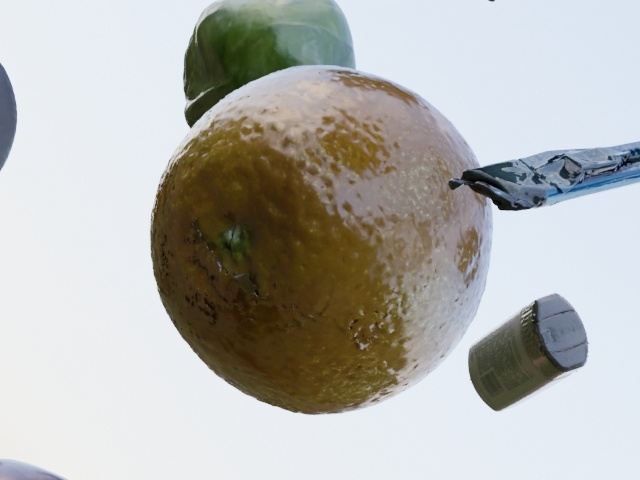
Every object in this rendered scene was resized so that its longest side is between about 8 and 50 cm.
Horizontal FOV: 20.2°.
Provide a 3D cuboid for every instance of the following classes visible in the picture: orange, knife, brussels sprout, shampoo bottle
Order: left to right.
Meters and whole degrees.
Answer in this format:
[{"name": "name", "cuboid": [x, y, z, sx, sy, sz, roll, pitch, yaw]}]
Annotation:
[{"name": "brussels sprout", "cuboid": [-0.061, -0.189, 2.098, 0.244, 0.244, 0.244, 45, -16, 16]}, {"name": "orange", "cuboid": [0.000, 0.000, 1.366, 0.274, 0.274, 0.274, 45, -16, 16]}, {"name": "shampoo bottle", "cuboid": [0.218, 0.122, 1.913, 0.227, 0.056, 0.086, 127, -57, -69]}, {"name": "knife", "cuboid": [0.206, -0.054, 1.138, 0.044, 0.297, 0.026, 36, -51, 43]}]

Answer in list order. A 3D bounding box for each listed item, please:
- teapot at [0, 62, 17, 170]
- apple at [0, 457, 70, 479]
[{"name": "teapot", "cuboid": [-0.465, -0.160, 1.842, 0.337, 0.200, 0.270, 10, -68, 49]}, {"name": "apple", "cuboid": [-0.219, 0.257, 1.174, 0.218, 0.218, 0.201, 51, -36, -9]}]
